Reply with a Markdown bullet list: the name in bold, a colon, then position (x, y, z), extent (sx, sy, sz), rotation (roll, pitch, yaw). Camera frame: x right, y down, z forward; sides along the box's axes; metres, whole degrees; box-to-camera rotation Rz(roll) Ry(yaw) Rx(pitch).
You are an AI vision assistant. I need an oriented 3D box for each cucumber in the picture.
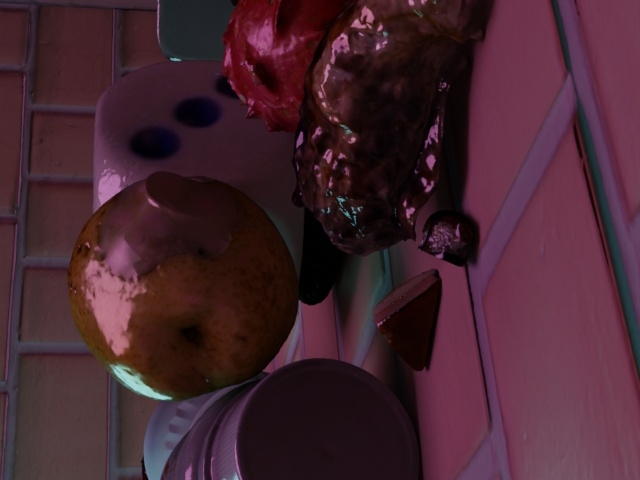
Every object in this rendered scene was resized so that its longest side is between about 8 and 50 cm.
- **cucumber**: position (0.000, -0.001, 1.672), extent (0.074, 0.074, 0.241), rotation (-101, 14, -48)

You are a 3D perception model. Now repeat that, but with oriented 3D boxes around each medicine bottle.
- **medicine bottle**: position (-0.038, 0.271, 1.365), extent (0.306, 0.245, 0.245), rotation (129, 142, -59)

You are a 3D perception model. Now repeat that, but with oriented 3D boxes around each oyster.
- **oyster**: position (0.038, -0.114, 1.167), extent (0.275, 0.100, 0.271), rotation (2, 109, 45)

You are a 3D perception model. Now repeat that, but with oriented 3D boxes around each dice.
- **dice**: position (-0.171, -0.044, 1.658), extent (0.304, 0.277, 0.304), rotation (-102, 13, -50)

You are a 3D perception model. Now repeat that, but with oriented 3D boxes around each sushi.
- **sushi**: position (0.121, -0.003, 1.125), extent (0.046, 0.044, 0.083), rotation (-67, 14, 1)

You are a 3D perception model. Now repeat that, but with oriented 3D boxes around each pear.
- **pear**: position (-0.151, 0.057, 1.374), extent (0.271, 0.271, 0.271), rotation (-179, 90, -80)

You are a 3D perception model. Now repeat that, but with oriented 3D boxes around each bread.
- **bread**: position (0.083, 0.078, 1.233), extent (0.043, 0.062, 0.109), rotation (-106, 23, -61)

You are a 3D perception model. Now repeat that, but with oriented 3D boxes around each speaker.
- **speaker**: position (-0.185, -0.514, 2.142), extent (0.184, 0.183, 0.406), rotation (-101, 14, -78)

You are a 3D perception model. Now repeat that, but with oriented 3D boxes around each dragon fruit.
- **dragon fruit**: position (0.007, -0.214, 1.333), extent (0.268, 0.210, 0.205), rotation (-20, 102, 46)

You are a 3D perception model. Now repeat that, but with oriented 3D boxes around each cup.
- **cup**: position (-0.124, 0.312, 1.811), extent (0.371, 0.253, 0.253), rotation (147, 124, -76)

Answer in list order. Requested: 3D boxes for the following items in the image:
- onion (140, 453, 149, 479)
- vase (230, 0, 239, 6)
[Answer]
- **onion**: position (-0.176, 0.437, 2.141), extent (0.314, 0.232, 0.314), rotation (19, 120, 36)
- **vase**: position (-0.074, -0.512, 1.887), extent (0.251, 0.156, 0.301), rotation (-47, 32, 20)
